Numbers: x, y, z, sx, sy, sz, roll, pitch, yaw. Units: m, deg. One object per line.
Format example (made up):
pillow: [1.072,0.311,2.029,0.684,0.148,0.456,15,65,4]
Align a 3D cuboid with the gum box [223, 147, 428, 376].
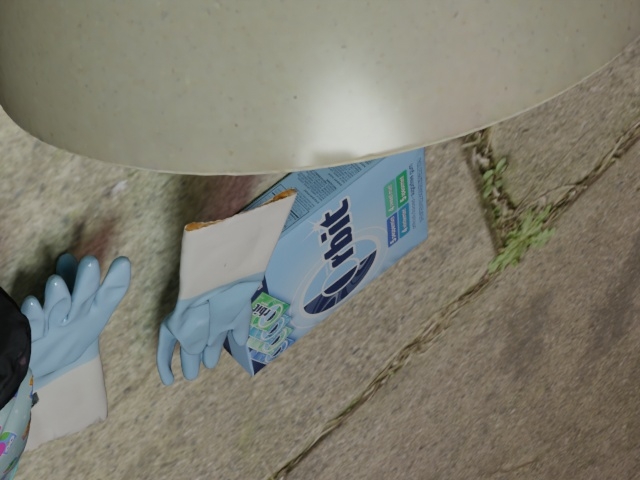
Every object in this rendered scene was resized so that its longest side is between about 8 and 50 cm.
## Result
gum box: [0.000,0.000,1.496,0.184,0.041,0.157,-37,153,-17]

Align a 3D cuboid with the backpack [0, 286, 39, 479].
backpack: [-0.242,0.114,1.186,0.152,0.115,0.182,-33,163,-31]

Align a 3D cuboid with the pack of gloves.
pack of gloves: [-0.128,0.046,1.360,0.195,0.046,0.232,-22,155,-24]

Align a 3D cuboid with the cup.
cup: [-0.017,-0.212,0.901,0.331,0.331,0.237,-32,126,-29]
